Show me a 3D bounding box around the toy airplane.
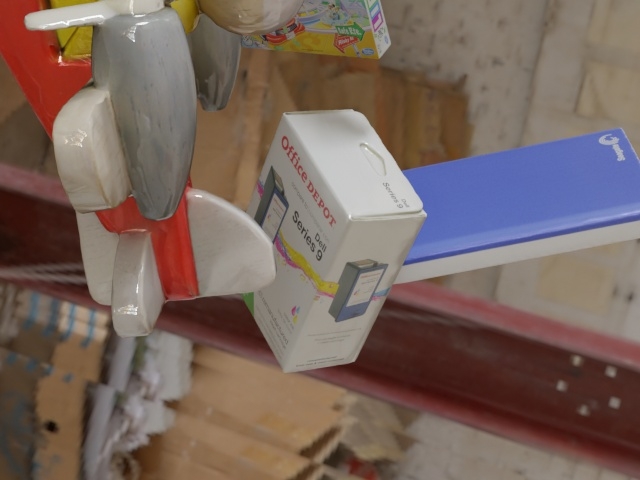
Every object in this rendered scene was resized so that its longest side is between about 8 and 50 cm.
[{"bbox_3d":[-0.122,-0.128,0.963,0.384,0.272,0.386,49,17,-58],"label":"toy airplane"}]

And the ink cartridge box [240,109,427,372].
[{"bbox_3d":[0.000,0.000,1.269,0.093,0.154,0.212,-5,137,-33],"label":"ink cartridge box"}]

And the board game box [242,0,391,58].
[{"bbox_3d":[-0.018,-0.222,1.201,0.026,0.154,0.103,-54,140,-37],"label":"board game box"}]

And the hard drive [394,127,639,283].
[{"bbox_3d":[0.208,-0.042,1.480,0.210,0.318,0.040,-93,171,-61],"label":"hard drive"}]
